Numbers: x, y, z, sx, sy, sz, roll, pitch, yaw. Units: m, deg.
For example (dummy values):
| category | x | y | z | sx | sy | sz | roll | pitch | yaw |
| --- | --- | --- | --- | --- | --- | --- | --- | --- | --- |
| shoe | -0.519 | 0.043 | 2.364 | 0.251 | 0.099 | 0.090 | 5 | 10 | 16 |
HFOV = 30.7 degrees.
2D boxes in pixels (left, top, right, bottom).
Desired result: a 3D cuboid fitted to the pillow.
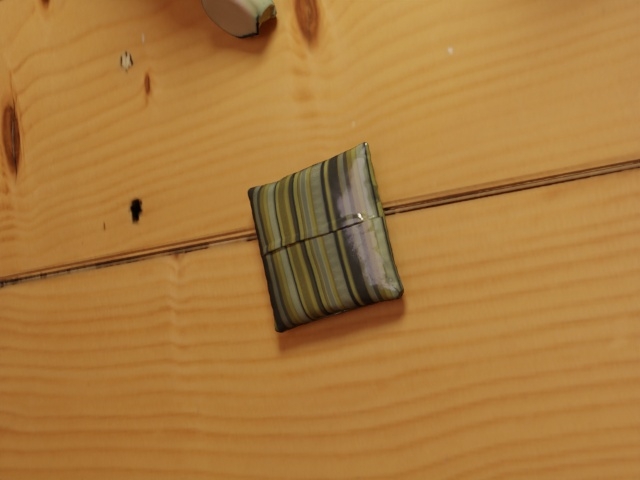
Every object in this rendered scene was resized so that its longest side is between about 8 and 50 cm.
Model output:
| category | x | y | z | sx | sy | sz | roll | pitch | yaw |
| --- | --- | --- | --- | --- | --- | --- | --- | --- | --- |
| pillow | 0.000 | 0.000 | 1.550 | 0.212 | 0.052 | 0.208 | -19 | 80 | 35 |

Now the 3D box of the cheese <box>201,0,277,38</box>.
| category | x | y | z | sx | sy | sz | roll | pitch | yaw |
| --- | --- | --- | --- | --- | --- | --- | --- | --- | --- |
| cheese | -0.141 | -0.339 | 1.649 | 0.171 | 0.092 | 0.047 | 18 | 57 | 30 |
